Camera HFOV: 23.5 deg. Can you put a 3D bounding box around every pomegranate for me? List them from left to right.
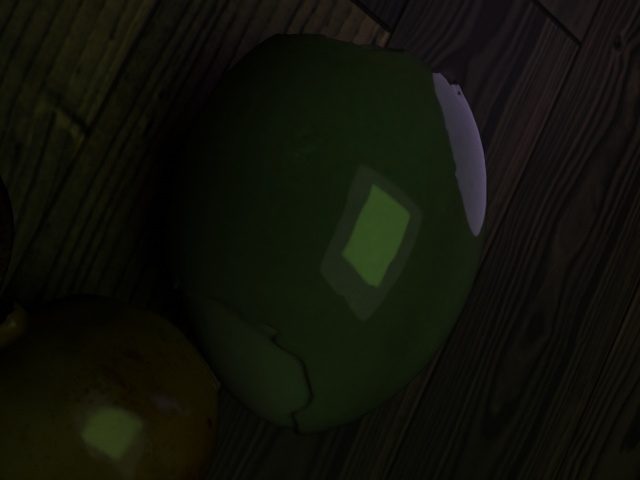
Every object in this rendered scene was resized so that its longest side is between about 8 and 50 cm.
[{"bbox_3d":[-0.191,0.151,1.249,0.233,0.233,0.233,-7,101,-38],"label":"pomegranate"}]

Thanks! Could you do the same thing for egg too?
[{"bbox_3d":[0.000,0.000,1.341,0.278,0.278,0.336,19,84,-39],"label":"egg"}]

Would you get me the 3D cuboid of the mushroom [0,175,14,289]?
[{"bbox_3d":[-0.340,-0.006,1.166,0.194,0.138,0.231,-7,113,-52],"label":"mushroom"}]
